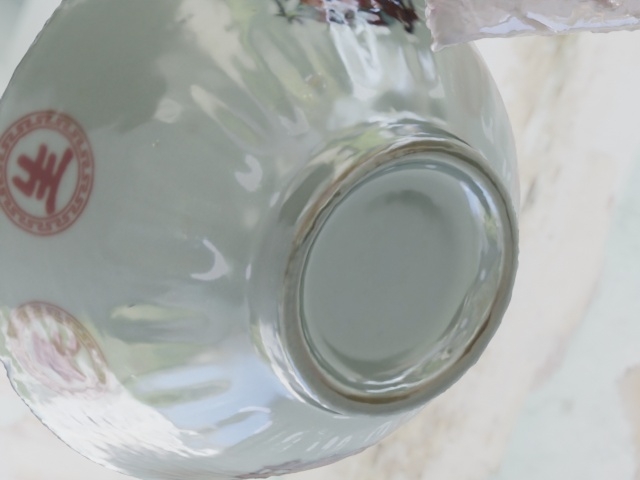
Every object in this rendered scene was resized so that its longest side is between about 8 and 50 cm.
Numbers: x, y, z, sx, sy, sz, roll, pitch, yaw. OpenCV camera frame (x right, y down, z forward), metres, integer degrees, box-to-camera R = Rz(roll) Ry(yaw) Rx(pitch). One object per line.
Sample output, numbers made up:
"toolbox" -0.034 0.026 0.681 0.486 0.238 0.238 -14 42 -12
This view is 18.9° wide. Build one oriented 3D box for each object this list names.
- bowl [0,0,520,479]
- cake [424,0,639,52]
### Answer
"bowl" 0.000 0.000 1.013 0.157 0.337 0.337 28 -83 52
"cake" 0.082 -0.066 0.432 0.052 0.121 0.065 -78 -176 -58
